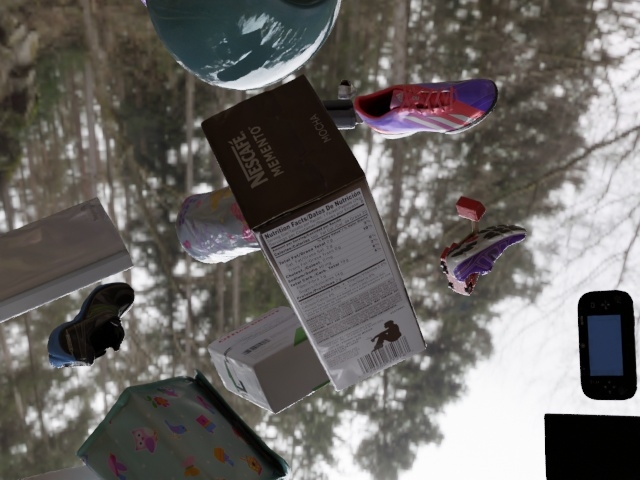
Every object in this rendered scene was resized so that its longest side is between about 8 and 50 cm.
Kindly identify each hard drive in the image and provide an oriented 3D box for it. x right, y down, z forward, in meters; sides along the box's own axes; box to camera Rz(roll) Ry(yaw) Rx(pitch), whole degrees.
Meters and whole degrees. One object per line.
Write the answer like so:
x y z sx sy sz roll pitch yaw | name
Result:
-0.489 0.050 1.551 0.353 0.047 0.233 -23 -150 -14 | hard drive

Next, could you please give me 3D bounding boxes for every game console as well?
0.511 0.272 1.795 0.213 0.361 0.044 -4 172 28 | game console

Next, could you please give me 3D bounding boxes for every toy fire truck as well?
0.300 0.013 2.032 0.047 0.192 0.135 19 -114 30 | toy fire truck

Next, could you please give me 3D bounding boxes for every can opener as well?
0.056 -0.307 2.241 0.283 0.095 0.076 -3 -135 -8 | can opener

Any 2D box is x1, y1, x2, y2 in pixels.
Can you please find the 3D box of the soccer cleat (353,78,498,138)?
0.215 -0.283 2.049 0.318 0.108 0.116 -5 159 41 | soccer cleat

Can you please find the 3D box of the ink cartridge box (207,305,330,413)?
-0.069 0.190 1.619 0.160 0.092 0.219 -27 -167 -21 | ink cartridge box

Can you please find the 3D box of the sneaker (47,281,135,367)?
-0.286 0.115 1.289 0.078 0.067 0.188 9 -156 11 | sneaker

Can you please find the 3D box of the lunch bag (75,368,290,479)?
-0.170 0.305 1.393 0.223 0.160 0.262 43 -165 18 | lunch bag

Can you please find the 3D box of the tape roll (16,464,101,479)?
-0.389 0.420 1.523 0.286 0.286 0.100 -9 -109 -18 | tape roll

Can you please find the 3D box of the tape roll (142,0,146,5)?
-0.234 -0.502 1.559 0.090 0.275 0.275 -6 -148 17 | tape roll

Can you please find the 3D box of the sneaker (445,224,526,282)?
0.309 0.023 1.827 0.170 0.071 0.068 -27 -162 -14 | sneaker

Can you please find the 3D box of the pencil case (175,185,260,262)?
-0.113 -0.029 1.524 0.273 0.124 0.113 -6 -142 51 | pencil case

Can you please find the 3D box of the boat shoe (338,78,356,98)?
0.054 -0.317 2.039 0.035 0.035 0.100 3 -162 12 | boat shoe

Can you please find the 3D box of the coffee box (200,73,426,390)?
0.000 0.000 1.027 0.119 0.297 0.168 -26 -132 -1 | coffee box

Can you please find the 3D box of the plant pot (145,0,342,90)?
-0.079 -0.372 1.394 0.290 0.290 0.195 -20 -172 -30 | plant pot
